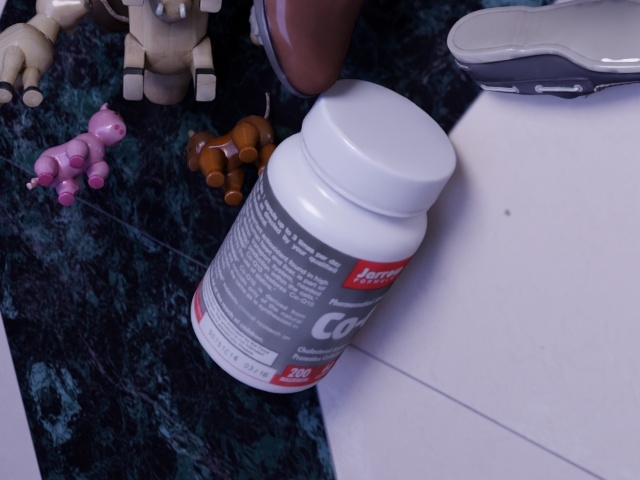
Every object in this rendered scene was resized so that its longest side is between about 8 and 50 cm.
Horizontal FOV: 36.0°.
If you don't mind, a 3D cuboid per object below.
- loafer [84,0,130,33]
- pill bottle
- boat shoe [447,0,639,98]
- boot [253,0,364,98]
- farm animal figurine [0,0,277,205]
[{"bbox_3d":[-0.180,-0.384,0.991,0.130,0.134,0.365,25,118,32],"label":"loafer"},{"bbox_3d":[0.000,0.000,0.936,0.161,0.161,0.283,47,127,20],"label":"pill bottle"},{"bbox_3d":[0.207,-0.151,0.804,0.206,0.075,0.065,8,151,32],"label":"boat shoe"},{"bbox_3d":[0.088,-0.233,0.754,0.281,0.096,0.264,12,91,38],"label":"boot"},{"bbox_3d":[-0.179,-0.193,0.968,0.326,0.331,0.172,-60,28,35],"label":"farm animal figurine"}]
